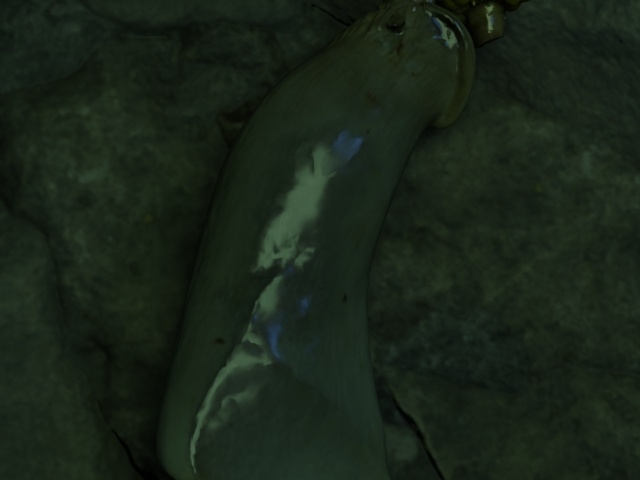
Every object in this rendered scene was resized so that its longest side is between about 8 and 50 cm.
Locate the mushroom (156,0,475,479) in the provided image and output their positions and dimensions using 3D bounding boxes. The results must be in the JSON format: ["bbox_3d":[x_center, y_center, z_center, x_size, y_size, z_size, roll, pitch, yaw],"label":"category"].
[{"bbox_3d":[0.000,-0.001,1.258,0.177,0.126,0.397,16,76,-17],"label":"mushroom"}]

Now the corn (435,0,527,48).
[{"bbox_3d":[0.103,-0.271,1.345,0.097,0.097,0.261,-7,80,-11],"label":"corn"}]
